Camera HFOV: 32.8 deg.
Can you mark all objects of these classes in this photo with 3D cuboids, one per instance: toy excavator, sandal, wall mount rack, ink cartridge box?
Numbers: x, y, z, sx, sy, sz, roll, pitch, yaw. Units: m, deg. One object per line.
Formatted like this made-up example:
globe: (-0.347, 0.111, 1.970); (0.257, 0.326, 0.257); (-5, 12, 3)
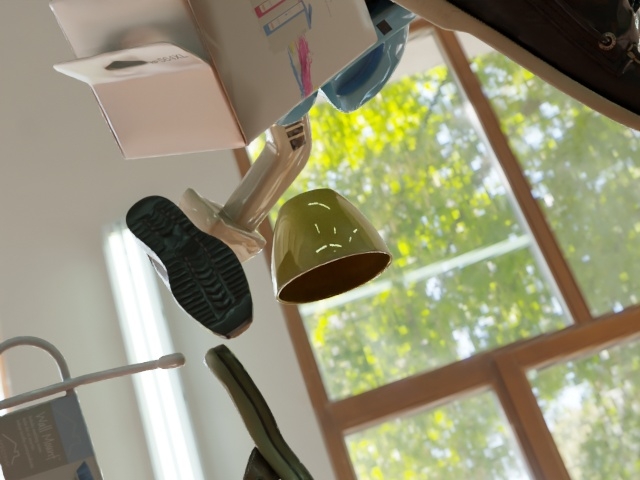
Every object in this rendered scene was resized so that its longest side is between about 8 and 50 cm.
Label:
toy excavator: (-0.034, -0.206, 1.418); (0.433, 0.222, 0.445); (-38, -34, -12)
sandal: (-0.058, 0.254, 1.145); (0.086, 0.303, 0.120); (-28, -15, -10)
wall mount rack: (-0.283, 0.277, 1.325); (0.304, 0.350, 0.130); (-17, 4, -8)
ink cartridge box: (-0.055, -0.106, 0.549); (0.092, 0.143, 0.090); (-3, -60, 40)

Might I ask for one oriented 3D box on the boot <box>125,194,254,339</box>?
boot: (-0.120, 0.053, 1.146); (0.077, 0.198, 0.137); (-31, -36, -11)

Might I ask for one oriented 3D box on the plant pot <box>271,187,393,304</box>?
plant pot: (0.000, 0.000, 1.188); (0.134, 0.095, 0.134); (-18, -19, -6)

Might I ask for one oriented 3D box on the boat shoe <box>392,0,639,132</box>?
boat shoe: (0.167, -0.176, 0.754); (0.340, 0.127, 0.113); (25, -65, -14)
